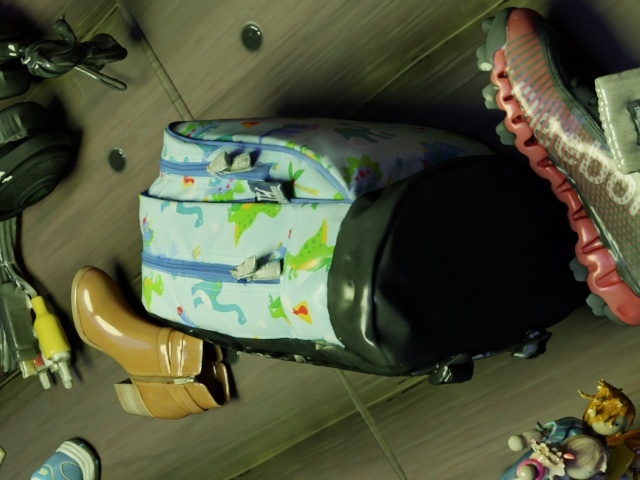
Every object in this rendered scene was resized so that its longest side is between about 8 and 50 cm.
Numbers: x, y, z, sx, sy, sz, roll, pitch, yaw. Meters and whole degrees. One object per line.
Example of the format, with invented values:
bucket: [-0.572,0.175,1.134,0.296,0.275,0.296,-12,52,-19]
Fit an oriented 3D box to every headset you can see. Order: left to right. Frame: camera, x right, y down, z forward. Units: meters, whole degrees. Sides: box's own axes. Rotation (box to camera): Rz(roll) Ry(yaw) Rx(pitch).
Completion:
headset: [-0.375,-0.142,1.280,0.394,0.185,0.243,-17,96,31]

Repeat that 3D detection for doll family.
doll family: [0.211,0.198,0.970,0.163,0.263,0.118,-45,42,14]

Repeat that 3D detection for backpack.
backpack: [0.000,0.000,1.018,0.355,0.290,0.273,-15,88,46]

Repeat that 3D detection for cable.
cable: [-0.373,0.051,1.451,0.139,0.072,0.287,-23,79,56]

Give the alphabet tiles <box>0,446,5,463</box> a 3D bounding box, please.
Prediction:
alphabet tiles: [-0.570,0.312,1.697,0.342,0.011,0.285,44,127,16]

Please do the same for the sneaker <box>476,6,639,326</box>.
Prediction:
sneaker: [0.229,-0.073,0.915,0.135,0.098,0.276,-29,90,39]

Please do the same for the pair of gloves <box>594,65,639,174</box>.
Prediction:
pair of gloves: [0.324,-0.043,0.837,0.204,0.042,0.240,-24,96,4]

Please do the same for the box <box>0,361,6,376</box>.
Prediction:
box: [-0.554,0.152,1.500,0.168,0.203,0.167,-25,91,36]

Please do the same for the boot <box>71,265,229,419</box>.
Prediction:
boot: [-0.185,0.109,1.305,0.152,0.073,0.197,-9,112,39]

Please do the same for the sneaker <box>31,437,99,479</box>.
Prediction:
sneaker: [-0.335,0.355,1.493,0.080,0.081,0.211,17,118,29]
